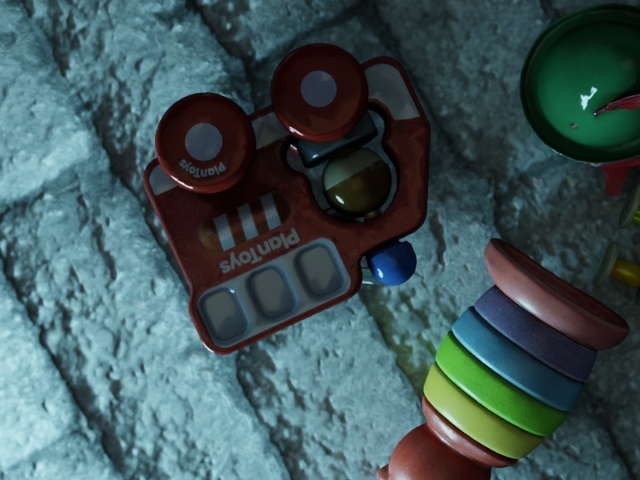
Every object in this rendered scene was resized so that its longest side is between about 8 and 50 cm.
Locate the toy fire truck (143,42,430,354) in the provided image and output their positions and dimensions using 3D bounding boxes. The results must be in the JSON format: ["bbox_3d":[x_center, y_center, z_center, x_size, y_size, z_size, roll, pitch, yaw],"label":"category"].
[{"bbox_3d":[-0.023,-0.047,1.766,0.302,0.169,0.254,-24,86,-3],"label":"toy fire truck"}]

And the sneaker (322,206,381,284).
[{"bbox_3d":[0.000,0.000,1.852,0.178,0.072,0.077,6,72,2],"label":"sneaker"}]

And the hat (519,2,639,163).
[{"bbox_3d":[0.291,-0.176,1.740,0.208,0.183,0.173,-10,82,15],"label":"hat"}]

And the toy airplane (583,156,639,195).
[{"bbox_3d":[0.356,-0.088,1.822,0.151,0.028,0.151,-9,57,14],"label":"toy airplane"}]

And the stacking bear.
[{"bbox_3d":[0.177,0.169,1.813,0.175,0.164,0.289,33,99,-1],"label":"stacking bear"}]

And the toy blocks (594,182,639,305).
[{"bbox_3d":[0.384,0.021,1.843,0.148,0.054,0.123,23,93,-2],"label":"toy blocks"}]

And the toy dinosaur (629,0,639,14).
[{"bbox_3d":[0.414,-0.322,1.753,0.268,0.118,0.064,-33,57,18],"label":"toy dinosaur"}]
